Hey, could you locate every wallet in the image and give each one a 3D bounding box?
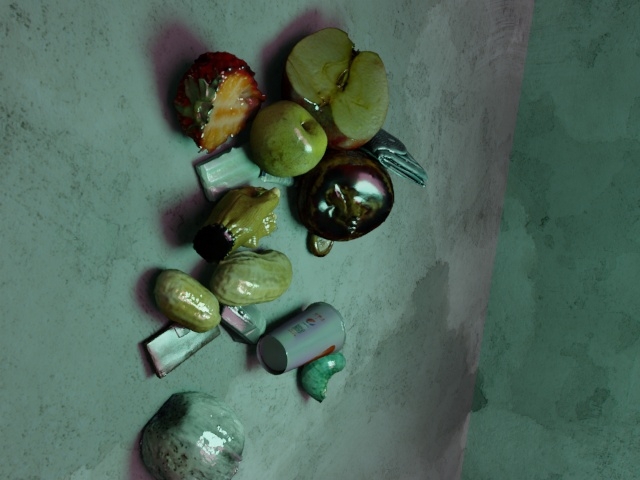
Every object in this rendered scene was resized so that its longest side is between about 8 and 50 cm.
[{"bbox_3d":[0.234,-0.332,1.961,0.237,0.342,0.075,23,115,-30],"label":"wallet"},{"bbox_3d":[-0.391,0.279,1.593,0.230,0.042,0.124,-34,116,-39],"label":"wallet"}]

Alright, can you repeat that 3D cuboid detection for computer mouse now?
[{"bbox_3d":[-0.235,0.251,1.762,0.126,0.071,0.231,-55,136,-27],"label":"computer mouse"}]

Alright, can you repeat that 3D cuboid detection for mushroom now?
[{"bbox_3d":[0.000,0.000,2.007,0.123,0.052,0.123,-5,96,-52],"label":"mushroom"}]

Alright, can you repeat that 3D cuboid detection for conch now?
[{"bbox_3d":[0.007,0.479,2.089,0.202,0.134,0.196,-55,178,-34],"label":"conch"}]

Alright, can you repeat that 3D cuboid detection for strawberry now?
[{"bbox_3d":[-0.272,-0.396,1.479,0.280,0.150,0.253,-47,164,-42],"label":"strawberry"}]

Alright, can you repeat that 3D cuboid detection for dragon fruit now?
[{"bbox_3d":[-0.355,0.577,1.593,0.283,0.203,0.221,-54,136,-29],"label":"dragon fruit"}]

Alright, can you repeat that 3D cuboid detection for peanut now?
[{"bbox_3d":[-0.363,0.173,1.521,0.224,0.129,0.129,46,62,-25],"label":"peanut"},{"bbox_3d":[-0.199,0.116,1.695,0.340,0.174,0.158,4,113,-52],"label":"peanut"}]

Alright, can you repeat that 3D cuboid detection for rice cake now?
[{"bbox_3d":[-0.256,-0.211,1.632,0.237,0.043,0.127,-37,126,-41],"label":"rice cake"}]

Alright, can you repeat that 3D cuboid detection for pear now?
[{"bbox_3d":[-0.106,-0.287,1.620,0.228,0.211,0.188,39,38,-26],"label":"pear"}]

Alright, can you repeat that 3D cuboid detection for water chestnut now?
[{"bbox_3d":[0.089,-0.134,1.850,0.350,0.302,0.351,-6,119,-11],"label":"water chestnut"}]

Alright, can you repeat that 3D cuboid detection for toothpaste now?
[{"bbox_3d":[-0.126,-0.202,1.783,0.216,0.037,0.062,10,86,-63],"label":"toothpaste"}]

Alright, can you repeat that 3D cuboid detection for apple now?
[{"bbox_3d":[0.049,-0.477,1.745,0.365,0.295,0.329,-67,148,-26],"label":"apple"}]

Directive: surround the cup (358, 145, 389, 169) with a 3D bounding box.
[{"bbox_3d":[0.153,-0.267,2.049,0.199,0.199,0.150,9,113,-52],"label":"cup"}]

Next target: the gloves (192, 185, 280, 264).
[{"bbox_3d":[-0.230,-0.063,1.596,0.203,0.155,0.356,-50,172,32],"label":"gloves"}]

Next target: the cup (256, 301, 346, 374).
[{"bbox_3d":[-0.071,0.338,1.879,0.288,0.203,0.203,-17,113,-53],"label":"cup"}]
